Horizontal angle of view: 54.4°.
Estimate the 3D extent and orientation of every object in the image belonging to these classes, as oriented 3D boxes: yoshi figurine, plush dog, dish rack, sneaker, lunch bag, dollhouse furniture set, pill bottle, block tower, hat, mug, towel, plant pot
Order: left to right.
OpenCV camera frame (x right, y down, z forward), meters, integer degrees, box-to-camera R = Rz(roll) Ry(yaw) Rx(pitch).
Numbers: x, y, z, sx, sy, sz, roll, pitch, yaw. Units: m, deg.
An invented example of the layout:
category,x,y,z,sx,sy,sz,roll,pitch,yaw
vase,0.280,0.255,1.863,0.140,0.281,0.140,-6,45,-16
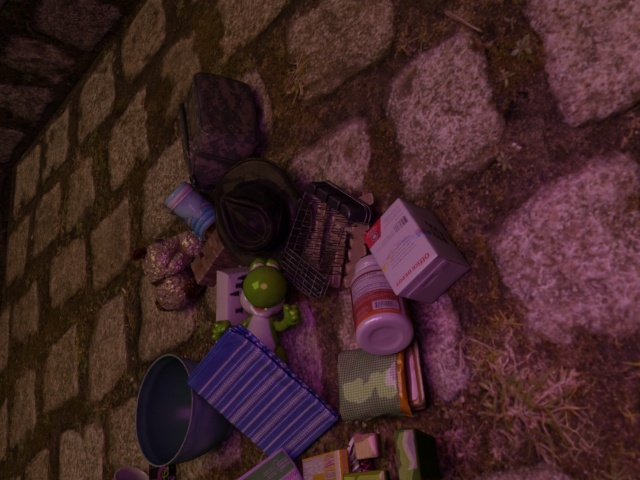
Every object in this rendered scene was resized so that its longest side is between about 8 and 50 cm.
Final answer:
category,x,y,z,sx,sy,sz,roll,pitch,yaw
mug,-0.616,0.823,1.994,0.113,0.150,0.169,24,102,12
plush dog,-0.489,0.117,2.022,0.262,0.210,0.225,-30,80,37
plant pot,-0.355,0.474,1.732,0.293,0.196,0.293,-19,64,43
sneaker,-0.396,-0.079,2.019,0.127,0.208,0.319,-47,7,-2
lunch bag,-0.341,-0.338,1.986,0.256,0.212,0.305,-52,43,46
block tower,-0.261,-0.011,1.867,0.335,0.091,0.097,-51,47,22
hat,-0.193,-0.061,1.686,0.331,0.134,0.331,4,98,27
towel,-0.147,0.382,1.499,0.336,0.040,0.243,42,116,1
yoshi figurine,-0.153,0.215,1.587,0.203,0.203,0.362,-10,74,45
dish rack,0.000,0.000,1.562,0.208,0.074,0.272,38,115,45
sneaker,0.098,0.502,1.336,0.074,0.063,0.170,-7,74,42
dollhouse furniture set,0.111,0.342,1.263,0.197,0.151,0.302,-15,64,21
pill bottle,0.127,0.132,1.347,0.121,0.121,0.216,-46,27,28

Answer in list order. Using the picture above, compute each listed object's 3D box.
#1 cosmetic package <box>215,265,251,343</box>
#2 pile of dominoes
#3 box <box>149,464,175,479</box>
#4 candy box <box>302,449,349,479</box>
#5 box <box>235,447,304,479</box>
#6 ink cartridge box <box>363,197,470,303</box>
category,x,y,z,sx,sy,sz,roll,pitch,yaw
cosmetic package,-0.232,0.197,1.712,0.060,0.099,0.239,16,108,49
pile of dominoes,0.061,-0.003,1.574,0.196,0.040,0.251,9,92,48
box,-0.495,0.684,1.941,0.116,0.029,0.162,-28,57,39
candy box,0.011,0.534,1.395,0.206,0.027,0.105,136,136,-56
box,-0.195,0.633,1.445,0.231,0.262,0.127,-44,74,30
ink cartridge box,0.202,0.025,1.325,0.128,0.127,0.176,-48,47,25
